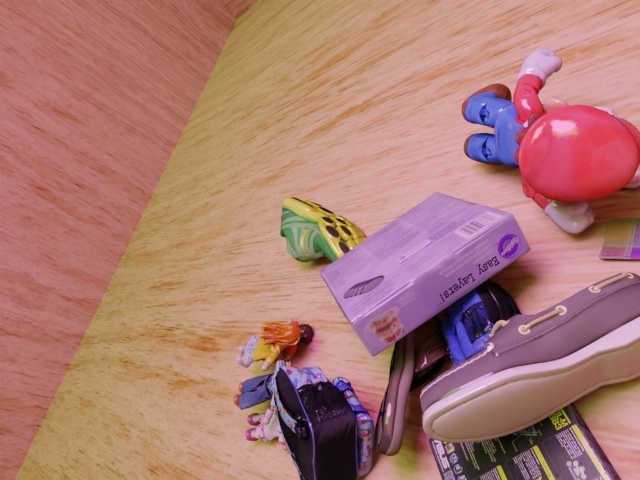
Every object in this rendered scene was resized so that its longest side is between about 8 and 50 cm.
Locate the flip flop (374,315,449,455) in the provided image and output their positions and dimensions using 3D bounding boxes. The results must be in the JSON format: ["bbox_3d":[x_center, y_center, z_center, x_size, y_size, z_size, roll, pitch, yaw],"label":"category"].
[{"bbox_3d":[0.144,0.177,0.713,0.080,0.112,0.277,14,52,11],"label":"flip flop"}]

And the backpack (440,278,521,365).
[{"bbox_3d":[0.217,0.112,0.669,0.101,0.097,0.120,-39,38,30],"label":"backpack"}]

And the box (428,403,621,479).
[{"bbox_3d":[0.234,0.276,0.561,0.184,0.045,0.191,-40,36,19],"label":"box"}]

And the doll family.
[{"bbox_3d":[-0.092,0.247,0.920,0.163,0.118,0.263,-29,42,34],"label":"doll family"}]

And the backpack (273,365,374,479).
[{"bbox_3d":[-0.005,0.273,0.758,0.173,0.116,0.158,-136,38,-58],"label":"backpack"}]

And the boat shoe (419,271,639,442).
[{"bbox_3d":[0.246,0.129,0.546,0.304,0.109,0.091,-24,39,2],"label":"boat shoe"}]

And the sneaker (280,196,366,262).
[{"bbox_3d":[0.000,0.000,1.050,0.295,0.109,0.124,38,117,54],"label":"sneaker"}]

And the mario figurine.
[{"bbox_3d":[0.326,-0.139,0.684,0.170,0.198,0.321,-44,22,9],"label":"mario figurine"}]

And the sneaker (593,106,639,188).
[{"bbox_3d":[0.397,-0.133,0.671,0.051,0.070,0.134,-32,41,26],"label":"sneaker"}]

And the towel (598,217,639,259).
[{"bbox_3d":[0.398,-0.002,0.615,0.083,0.009,0.060,0,62,51],"label":"towel"}]

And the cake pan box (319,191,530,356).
[{"bbox_3d":[0.138,0.029,0.737,0.266,0.070,0.246,-34,18,-3],"label":"cake pan box"}]
